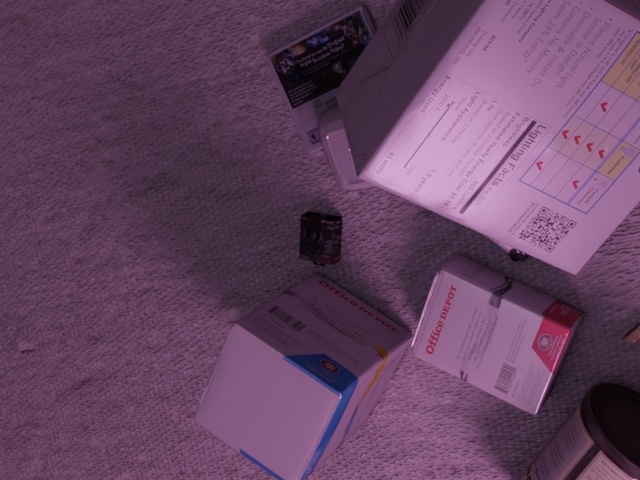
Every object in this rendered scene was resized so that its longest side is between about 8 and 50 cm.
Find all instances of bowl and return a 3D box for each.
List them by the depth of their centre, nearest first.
[{"bbox_3d":[0.066,-0.141,1.980,0.142,0.053,0.142,-10,112,28],"label":"bowl"}]

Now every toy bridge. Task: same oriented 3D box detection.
[{"bbox_3d":[0.526,0.191,1.870,0.188,0.026,0.063,49,118,7],"label":"toy bridge"}]

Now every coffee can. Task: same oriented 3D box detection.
[{"bbox_3d":[0.397,0.374,1.886,0.201,0.201,0.275,39,118,13],"label":"coffee can"}]

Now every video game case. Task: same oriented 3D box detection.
[{"bbox_3d":[0.025,-0.248,2.007,0.190,0.022,0.173,-22,94,31],"label":"video game case"}]

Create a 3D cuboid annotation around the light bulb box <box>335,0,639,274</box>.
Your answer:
[{"bbox_3d":[0.271,-0.200,1.683,0.361,0.225,0.358,23,120,-23],"label":"light bulb box"}]

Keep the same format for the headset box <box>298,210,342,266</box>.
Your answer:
[{"bbox_3d":[0.000,0.000,2.083,0.062,0.032,0.083,11,107,24],"label":"headset box"}]

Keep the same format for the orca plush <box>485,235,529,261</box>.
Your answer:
[{"bbox_3d":[0.222,-0.096,1.904,0.287,0.151,0.102,37,81,6],"label":"orca plush"}]

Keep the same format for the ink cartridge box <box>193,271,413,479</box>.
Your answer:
[{"bbox_3d":[-0.023,0.210,2.016,0.198,0.270,0.197,33,118,16],"label":"ink cartridge box"}]

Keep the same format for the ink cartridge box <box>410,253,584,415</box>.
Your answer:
[{"bbox_3d":[0.264,0.140,1.952,0.218,0.092,0.158,25,114,17],"label":"ink cartridge box"}]
